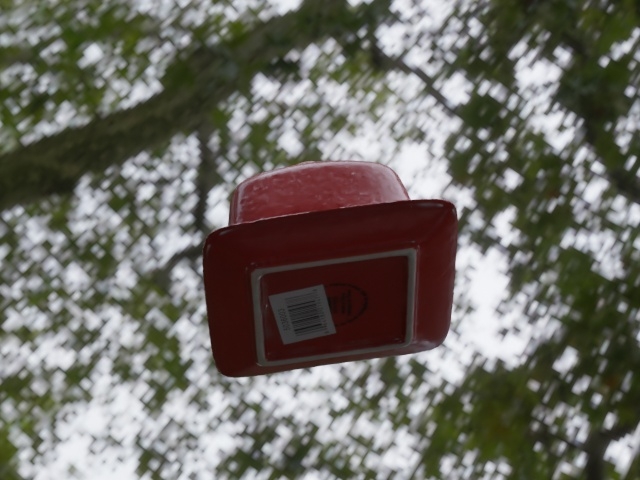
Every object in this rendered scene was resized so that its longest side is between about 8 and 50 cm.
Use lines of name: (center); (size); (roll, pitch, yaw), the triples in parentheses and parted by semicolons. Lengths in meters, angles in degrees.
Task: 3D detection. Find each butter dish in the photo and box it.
butter dish: (0.000, 0.000, 1.207); (0.159, 0.118, 0.160); (-8, -38, -5)
